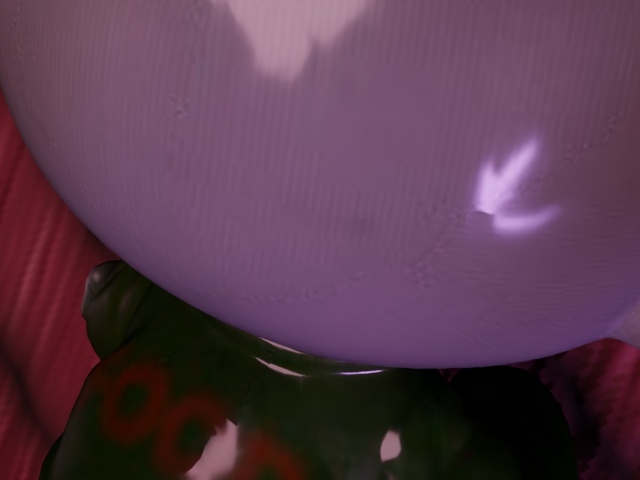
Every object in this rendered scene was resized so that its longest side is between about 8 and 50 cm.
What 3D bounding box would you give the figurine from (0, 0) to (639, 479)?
[{"bbox_3d":[0.000,0.000,0.448,0.281,0.167,0.370,33,127,31],"label":"figurine"}]
